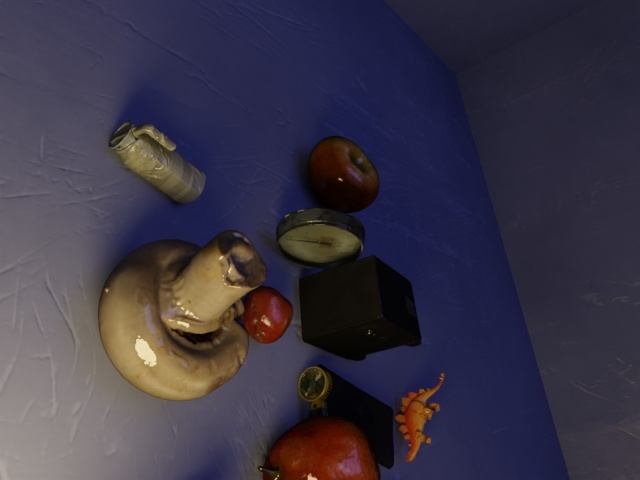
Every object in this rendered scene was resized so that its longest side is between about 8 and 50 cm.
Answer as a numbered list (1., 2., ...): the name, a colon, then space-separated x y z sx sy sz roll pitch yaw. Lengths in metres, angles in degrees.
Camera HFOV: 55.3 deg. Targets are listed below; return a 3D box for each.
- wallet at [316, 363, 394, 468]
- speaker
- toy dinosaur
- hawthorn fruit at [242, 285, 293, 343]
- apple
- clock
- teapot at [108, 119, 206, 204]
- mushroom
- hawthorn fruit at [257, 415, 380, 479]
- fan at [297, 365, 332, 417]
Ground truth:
1. wallet: 0.085 0.450 1.550 0.321 0.044 0.171 39 40 -35
2. speaker: 0.103 0.185 1.565 0.254 0.232 0.184 34 44 -50
3. toy dinosaur: 0.275 0.494 1.754 0.070 0.117 0.289 57 45 -42
4. hawthorn fruit: -0.121 0.163 1.340 0.128 0.128 0.128 36 43 -42
5. apple: 0.060 -0.188 1.803 0.210 0.173 0.235 -20 80 -56
6. clock: 0.000 0.000 1.525 0.226 0.225 0.049 36 44 -42
7. teapot: -0.319 -0.162 1.236 0.200 0.107 0.077 39 44 -39
8. mushroom: -0.210 0.117 1.046 0.292 0.289 0.293 35 40 -37
9. hawthorn fruit: -0.013 0.468 1.238 0.260 0.224 0.224 3 67 -34
10. fan: -0.006 0.369 1.409 0.039 0.082 0.155 36 38 -48
